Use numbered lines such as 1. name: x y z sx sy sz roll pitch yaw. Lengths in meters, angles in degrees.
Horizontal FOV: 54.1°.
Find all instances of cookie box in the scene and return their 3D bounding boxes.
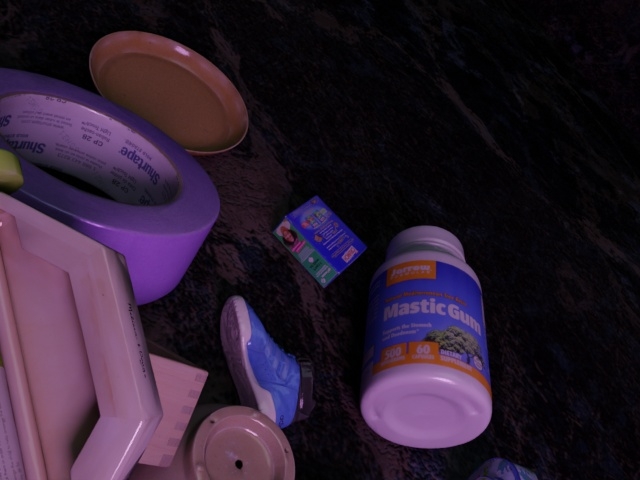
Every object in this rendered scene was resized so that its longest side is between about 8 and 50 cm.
1. cookie box: 0.000 0.000 0.879 0.107 0.040 0.092 46 38 5

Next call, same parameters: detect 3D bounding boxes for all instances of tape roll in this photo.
1. tape roll: -0.242 -0.058 0.622 0.274 0.090 0.275 29 21 -13

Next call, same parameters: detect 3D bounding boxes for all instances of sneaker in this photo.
1. sneaker: -0.054 0.130 0.693 0.084 0.058 0.152 -3 61 -36

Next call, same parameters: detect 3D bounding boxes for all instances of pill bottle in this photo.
1. pill bottle: 0.134 0.108 0.803 0.152 0.152 0.272 29 40 -17

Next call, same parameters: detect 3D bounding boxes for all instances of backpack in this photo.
1. backpack: 0.206 0.311 0.714 0.084 0.105 0.114 26 36 -22

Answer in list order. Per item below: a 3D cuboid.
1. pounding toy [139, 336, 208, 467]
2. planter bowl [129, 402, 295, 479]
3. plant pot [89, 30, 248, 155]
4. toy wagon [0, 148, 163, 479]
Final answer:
1. pounding toy: -0.232 0.099 0.512 0.181 0.206 0.094 30 78 -43
2. planter bowl: -0.089 0.211 0.548 0.162 0.109 0.162 23 43 -23
3. plant pot: -0.214 -0.205 0.894 0.236 0.032 0.237 23 41 -22
4. toy wagon: -0.280 0.104 0.386 0.068 0.344 0.268 70 2 -78
